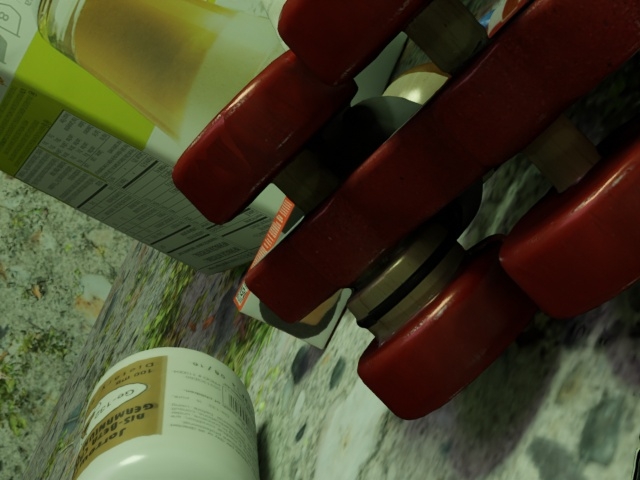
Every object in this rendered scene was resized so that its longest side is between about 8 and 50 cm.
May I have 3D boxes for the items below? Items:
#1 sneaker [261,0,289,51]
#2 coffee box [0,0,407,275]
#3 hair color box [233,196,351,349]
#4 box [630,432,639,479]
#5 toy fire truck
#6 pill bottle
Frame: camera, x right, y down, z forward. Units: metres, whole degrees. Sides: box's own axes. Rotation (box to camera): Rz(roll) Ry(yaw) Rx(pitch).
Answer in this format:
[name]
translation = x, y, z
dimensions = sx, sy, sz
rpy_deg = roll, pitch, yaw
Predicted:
[sneaker]
translation = 0.065, -0.216, 0.881
dimensions = 0.292, 0.118, 0.110
rpy_deg = -7, 10, 43
[coffee box]
translation = -0.131, -0.196, 1.122
dimensions = 0.337, 0.334, 0.338
rpy_deg = -67, 17, -16
[hair color box]
translation = 0.000, 0.000, 0.852
dimensions = 0.141, 0.072, 0.043
rpy_deg = -64, 14, 4
[box]
translation = 0.131, 0.056, 0.220
dimensions = 0.220, 0.051, 0.175
rpy_deg = -129, 45, -75
[toy fire truck]
translation = 0.087, -0.073, 0.562
dimensions = 0.254, 0.169, 0.302
rpy_deg = -44, 0, -38
[pill bottle]
translation = -0.106, 0.178, 0.794
dimensions = 0.131, 0.131, 0.229
rpy_deg = -60, 15, 16
